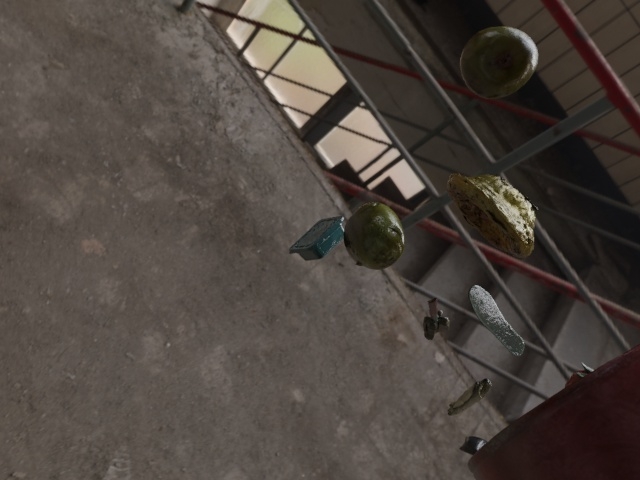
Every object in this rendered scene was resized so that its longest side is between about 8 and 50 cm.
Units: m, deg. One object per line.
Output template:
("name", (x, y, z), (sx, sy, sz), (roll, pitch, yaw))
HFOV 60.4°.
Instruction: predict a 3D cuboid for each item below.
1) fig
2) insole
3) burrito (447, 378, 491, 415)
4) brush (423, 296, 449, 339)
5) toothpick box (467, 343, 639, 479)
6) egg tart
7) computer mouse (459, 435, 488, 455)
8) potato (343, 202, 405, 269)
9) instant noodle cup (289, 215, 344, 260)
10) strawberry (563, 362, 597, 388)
("fig", (0.347, -0.355, 1.117), (0.142, 0.186, 0.148), (-44, 87, -2))
("insole", (0.478, 0.221, 1.499), (0.080, 0.003, 0.232), (-39, 92, -27))
("burrito", (0.547, 0.583, 2.036), (0.063, 0.229, 0.058), (10, 47, -30))
("brush", (0.351, 0.236, 1.681), (0.084, 0.301, 0.071), (-34, 62, -5))
("toothpick box", (0.261, 0.234, 0.311), (0.204, 0.204, 0.333), (-2, 50, -38))
("egg tart", (0.453, -0.082, 1.428), (0.115, 0.290, 0.290), (-44, 99, 0))
("computer mouse", (0.514, 0.673, 1.786), (0.192, 0.105, 0.062), (43, 64, -59))
("potato", (0.149, -0.012, 1.591), (0.148, 0.197, 0.228), (8, 37, -13))
("instant noodle cup", (0.000, 0.000, 1.774), (0.179, 0.157, 0.070), (-43, 107, -26))
("strawberry", (0.467, 0.285, 0.925), (0.131, 0.148, 0.131), (-4, 57, 6))
